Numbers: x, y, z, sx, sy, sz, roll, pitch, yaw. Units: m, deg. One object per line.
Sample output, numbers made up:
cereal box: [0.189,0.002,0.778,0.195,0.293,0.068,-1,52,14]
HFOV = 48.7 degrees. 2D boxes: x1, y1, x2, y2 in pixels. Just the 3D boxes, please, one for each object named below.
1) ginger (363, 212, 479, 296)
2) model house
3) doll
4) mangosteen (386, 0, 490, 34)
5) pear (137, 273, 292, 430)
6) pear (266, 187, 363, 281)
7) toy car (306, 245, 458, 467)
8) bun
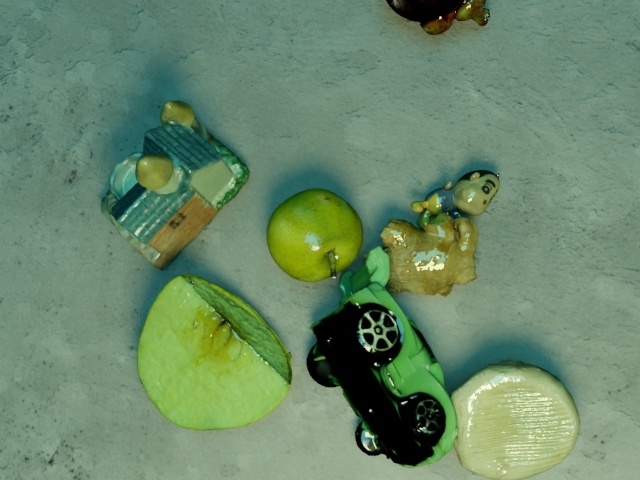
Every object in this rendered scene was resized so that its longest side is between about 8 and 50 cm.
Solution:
ginger: [0.184,0.030,1.310,0.216,0.102,0.157,-1,105,15]
model house: [-0.295,-0.124,1.270,0.194,0.325,0.267,43,85,9]
doll: [0.264,-0.079,1.343,0.179,0.102,0.089,-31,40,-1]
mangosteen: [0.237,-0.503,1.376,0.250,0.211,0.211,37,83,-19]
pear: [-0.204,0.226,1.299,0.288,0.139,0.239,44,100,6]
pear: [0.000,0.000,1.286,0.180,0.216,0.166,-14,119,-19]
toy car: [0.112,0.213,1.243,0.176,0.213,0.359,-28,79,-32]
bun: [0.329,0.302,1.236,0.231,0.133,0.231,0,103,-1]
